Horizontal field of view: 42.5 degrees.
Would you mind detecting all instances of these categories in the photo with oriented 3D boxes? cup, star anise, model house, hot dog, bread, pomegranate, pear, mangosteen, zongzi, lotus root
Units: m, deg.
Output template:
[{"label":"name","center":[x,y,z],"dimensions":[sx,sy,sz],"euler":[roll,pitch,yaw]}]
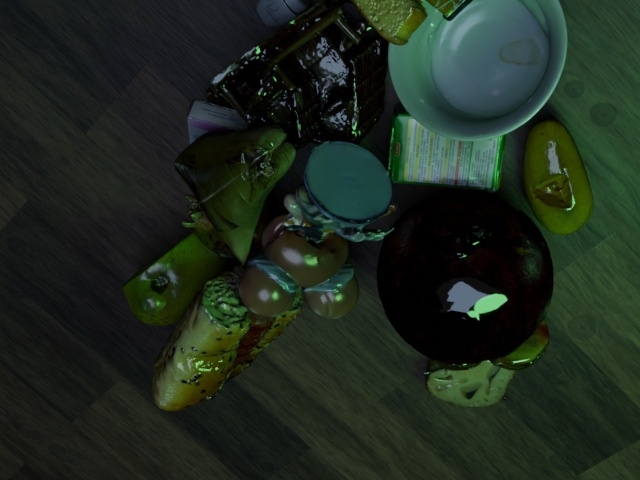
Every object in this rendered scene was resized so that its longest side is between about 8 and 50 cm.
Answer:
[{"label":"cup","center":[0.323,-0.366,1.614],"dimensions":[0.347,0.163,0.347],"euler":[2,95,28]},{"label":"star anise","center":[-0.179,-0.281,1.839],"dimensions":[0.191,0.070,0.097],"euler":[11,113,8]},{"label":"model house","center":[0.005,-0.310,1.672],"dimensions":[0.297,0.317,0.282],"euler":[-29,101,37]},{"label":"hot dog","center":[-0.240,0.242,1.953],"dimensions":[0.196,0.367,0.365],"euler":[49,120,11]},{"label":"bread","center":[0.120,-0.466,1.580],"dimensions":[0.103,0.065,0.187],"euler":[-37,80,27]},{"label":"pomegranate","center":[-0.208,-0.068,1.863],"dimensions":[0.198,0.198,0.246],"euler":[-18,144,19]},{"label":"pear","center":[-0.346,0.103,1.966],"dimensions":[0.292,0.292,0.159],"euler":[-34,96,24]},{"label":"mangosteen","center":[0.313,0.110,1.769],"dimensions":[0.381,0.381,0.421],"euler":[-7,114,14]},{"label":"zongzi","center":[-0.131,-0.080,1.662],"dimensions":[0.274,0.145,0.300],"euler":[0,119,46]},{"label":"lotus root","center":[0.387,0.329,2.029],"dimensions":[0.261,0.074,0.170],"euler":[-12,114,15]}]

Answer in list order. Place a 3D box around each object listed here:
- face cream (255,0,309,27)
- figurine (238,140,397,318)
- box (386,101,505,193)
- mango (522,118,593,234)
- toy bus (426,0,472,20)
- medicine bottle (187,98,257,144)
[{"label":"face cream","center":[-0.078,-0.491,1.704],"dimensions":[0.095,0.091,0.091],"euler":[-25,109,30]},{"label":"figurine","center":[0.001,-0.001,1.737],"dimensions":[0.277,0.248,0.388],"euler":[7,151,-22]},{"label":"box","center":[0.272,-0.199,1.774],"dimensions":[0.250,0.103,0.180],"euler":[6,117,6]},{"label":"mango","center":[0.496,-0.134,1.737],"dimensions":[0.130,0.167,0.262],"euler":[-19,108,4]},{"label":"toy bus","center":[0.167,-0.577,1.487],"dimensions":[0.162,0.194,0.323],"euler":[-42,68,22]},{"label":"medicine bottle","center":[-0.206,-0.223,1.825],"dimensions":[0.171,0.052,0.201],"euler":[17,156,1]}]
